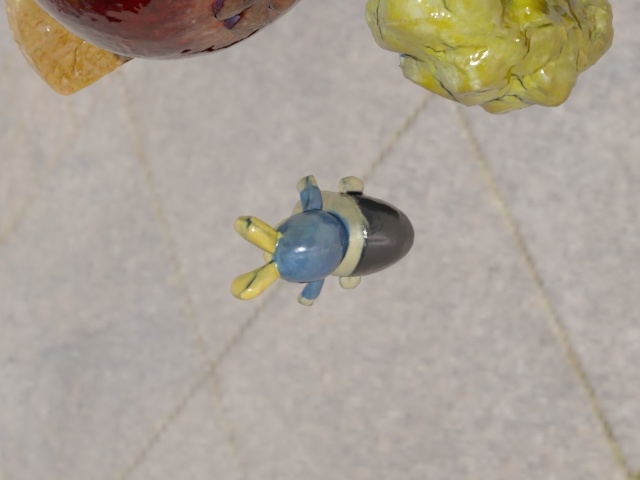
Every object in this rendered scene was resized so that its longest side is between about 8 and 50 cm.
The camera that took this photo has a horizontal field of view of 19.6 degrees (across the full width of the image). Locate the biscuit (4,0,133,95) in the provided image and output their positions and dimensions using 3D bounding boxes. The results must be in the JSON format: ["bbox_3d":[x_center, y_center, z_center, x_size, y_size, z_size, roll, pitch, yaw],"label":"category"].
[{"bbox_3d":[-0.172,-0.215,1.434,0.029,0.142,0.221,47,119,52],"label":"biscuit"}]

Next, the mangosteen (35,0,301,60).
[{"bbox_3d":[-0.102,-0.227,1.047,0.257,0.215,0.215,48,122,21],"label":"mangosteen"}]

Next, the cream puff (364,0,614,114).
[{"bbox_3d":[0.161,-0.235,1.536,0.185,0.282,0.282,-2,78,38],"label":"cream puff"}]

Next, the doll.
[{"bbox_3d":[0.000,0.000,1.421,0.089,0.179,0.102,14,104,48],"label":"doll"}]
